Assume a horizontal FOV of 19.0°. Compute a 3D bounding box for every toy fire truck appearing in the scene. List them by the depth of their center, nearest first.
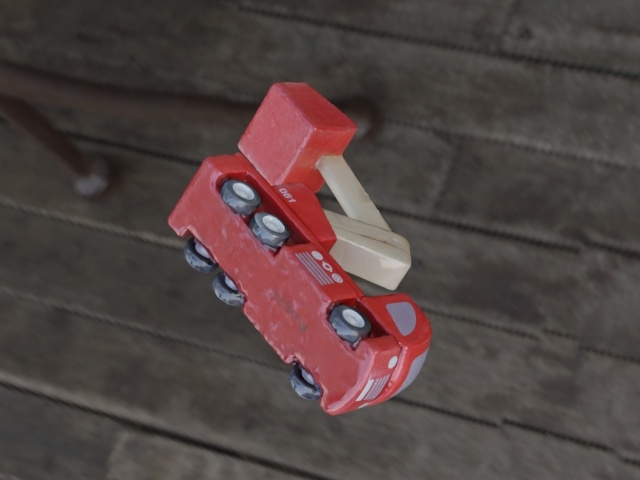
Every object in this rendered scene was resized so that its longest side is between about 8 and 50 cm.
[{"bbox_3d":[0.000,0.000,0.951,0.192,0.135,0.047,48,122,25],"label":"toy fire truck"}]
